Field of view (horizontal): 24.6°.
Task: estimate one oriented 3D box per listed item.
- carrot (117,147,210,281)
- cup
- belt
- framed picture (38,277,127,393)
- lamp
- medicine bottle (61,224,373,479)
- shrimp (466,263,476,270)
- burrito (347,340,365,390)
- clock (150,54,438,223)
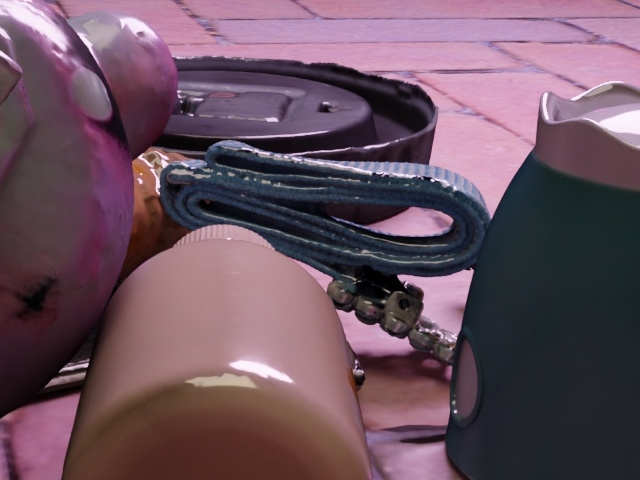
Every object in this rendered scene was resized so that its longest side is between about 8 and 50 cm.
[{"bbox_3d":[-0.124,-0.010,0.820,0.102,0.101,0.263,13,16,29],"label":"carrot"},{"bbox_3d":[0.147,0.022,0.674,0.168,0.173,0.299,0,18,-12],"label":"cup"},{"bbox_3d":[0.000,-0.001,0.793,0.179,0.100,0.065,12,9,4],"label":"belt"},{"bbox_3d":[-0.161,0.033,0.815,0.142,0.011,0.183,-9,28,-36],"label":"framed picture"},{"bbox_3d":[-0.209,-0.048,0.566,0.301,0.247,0.247,31,-22,-17],"label":"lamp"},{"bbox_3d":[-0.043,0.060,0.622,0.114,0.114,0.252,1,18,-4],"label":"medicine bottle"},{"bbox_3d":[0.168,0.014,0.907,0.174,0.076,0.082,-9,-19,-21],"label":"shrimp"},{"bbox_3d":[-0.018,0.047,0.787,0.051,0.042,0.171,3,15,-15],"label":"burrito"},{"bbox_3d":[-0.073,-0.081,1.124,0.325,0.067,0.325,2,19,-1],"label":"clock"}]
